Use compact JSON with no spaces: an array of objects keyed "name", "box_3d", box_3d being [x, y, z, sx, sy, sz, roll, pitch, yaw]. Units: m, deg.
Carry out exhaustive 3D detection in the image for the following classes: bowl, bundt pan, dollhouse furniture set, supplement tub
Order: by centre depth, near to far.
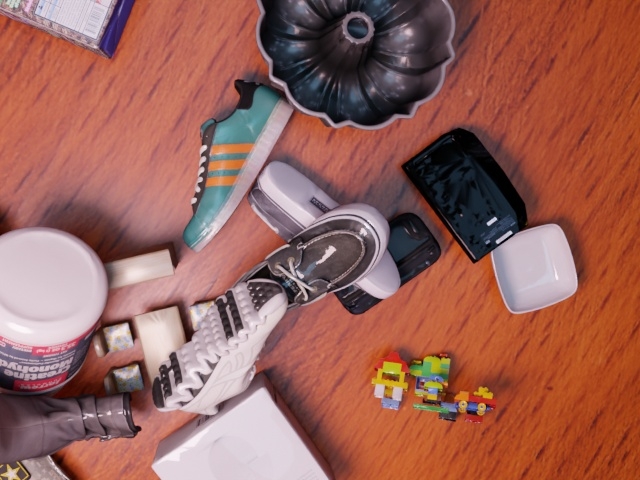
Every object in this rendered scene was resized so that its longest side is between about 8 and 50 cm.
[{"name":"supplement tub","box_3d":[-0.440,0.122,1.281,0.191,0.272,0.191,13,53,-17]},{"name":"bundt pan","box_3d":[0.047,-0.330,1.375,0.331,0.124,0.330,1,85,-12]},{"name":"dollhouse furniture set","box_3d":[-0.268,0.135,1.375,0.212,0.161,0.242,-13,96,-5]},{"name":"bowl","box_3d":[0.373,0.048,1.488,0.142,0.053,0.142,-18,95,-4]}]

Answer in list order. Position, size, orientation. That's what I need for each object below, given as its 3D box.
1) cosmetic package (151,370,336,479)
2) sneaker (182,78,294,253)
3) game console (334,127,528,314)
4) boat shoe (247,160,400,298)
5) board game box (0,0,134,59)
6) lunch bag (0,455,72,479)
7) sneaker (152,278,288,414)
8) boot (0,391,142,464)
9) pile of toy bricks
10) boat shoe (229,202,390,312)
[{"name":"cosmetic package","box_3d":[-0.125,0.385,1.421,0.224,0.138,0.224,-34,96,-2]},{"name":"sneaker","box_3d":[-0.164,-0.128,1.399,0.121,0.108,0.302,30,83,-6]},{"name":"game console","box_3d":[0.165,-0.018,1.455,0.361,0.044,0.213,-36,83,5]},{"name":"boat shoe","box_3d":[0.000,0.000,1.416,0.301,0.108,0.102,41,129,0]},{"name":"board game box","box_3d":[-0.435,-0.455,1.323,0.291,0.141,0.232,23,92,-7]},{"name":"lunch bag","box_3d":[-0.565,0.432,1.370,0.287,0.169,0.235,-41,94,-9]},{"name":"sneaker","box_3d":[-0.140,0.172,1.315,0.118,0.110,0.292,29,118,-33]},{"name":"boot","box_3d":[-0.382,0.258,1.224,0.223,0.338,0.118,-6,82,-9]},{"name":"pile of toy bricks","box_3d":[0.202,0.247,1.473,0.212,0.118,0.105,7,65,10]},{"name":"boat shoe","box_3d":[-0.028,0.057,1.324,0.335,0.119,0.121,-35,95,40]}]
